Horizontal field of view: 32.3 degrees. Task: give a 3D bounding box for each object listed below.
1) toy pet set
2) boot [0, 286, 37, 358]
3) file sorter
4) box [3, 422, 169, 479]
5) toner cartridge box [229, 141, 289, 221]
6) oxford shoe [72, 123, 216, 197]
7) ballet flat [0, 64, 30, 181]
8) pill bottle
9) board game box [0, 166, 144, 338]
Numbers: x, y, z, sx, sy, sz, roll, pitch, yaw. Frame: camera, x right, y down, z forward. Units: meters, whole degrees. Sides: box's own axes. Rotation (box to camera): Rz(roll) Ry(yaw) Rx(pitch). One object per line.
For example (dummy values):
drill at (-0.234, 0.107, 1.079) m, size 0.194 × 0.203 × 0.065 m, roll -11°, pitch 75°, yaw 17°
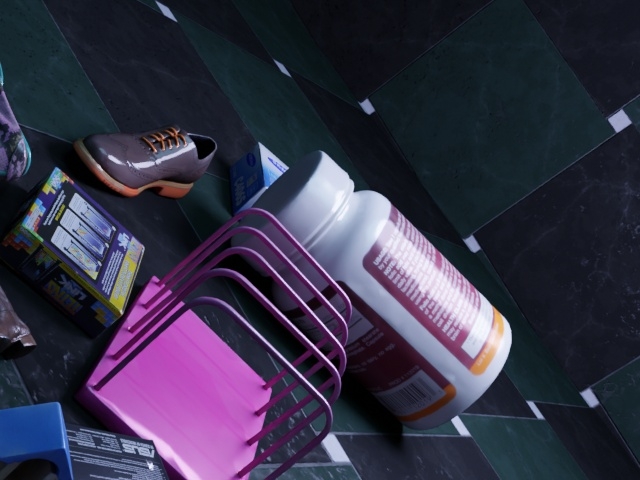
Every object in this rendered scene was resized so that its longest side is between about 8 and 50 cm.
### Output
toy pet set at (-0.184, 0.172, 0.739) m, size 0.122 × 0.065 × 0.114 m, roll 35°, pitch 22°, yaw -38°
boot at (-0.313, 0.053, 0.995) m, size 0.114 × 0.037 × 0.106 m, roll 56°, pitch 5°, yaw 14°
file sorter at (-0.089, 0.114, 1.172) m, size 0.202 × 0.182 × 0.291 m, roll 46°, pitch 17°, yaw -11°
box at (-0.205, 0.239, 0.789) m, size 0.307 × 0.076 × 0.242 m, roll 26°, pitch 28°, yaw -52°
toner cartridge box at (0.000, 0.000, 1.837) m, size 0.348 × 0.075 × 0.165 m, roll 40°, pitch 17°, yaw -26°
oxford shoe at (-0.231, -0.122, 1.481) m, size 0.097 × 0.098 × 0.271 m, roll 52°, pitch 17°, yaw 12°
ballet flat at (-0.385, -0.151, 1.227) m, size 0.079 × 0.077 × 0.222 m, roll 6°, pitch 42°, yaw -39°
pill bottle at (0.071, 0.071, 1.603) m, size 0.392 × 0.224 × 0.224 m, roll 45°, pitch 17°, yaw -15°
board game box at (-0.266, 0.010, 1.194) m, size 0.141 × 0.048 × 0.170 m, roll 46°, pitch 16°, yaw -17°
